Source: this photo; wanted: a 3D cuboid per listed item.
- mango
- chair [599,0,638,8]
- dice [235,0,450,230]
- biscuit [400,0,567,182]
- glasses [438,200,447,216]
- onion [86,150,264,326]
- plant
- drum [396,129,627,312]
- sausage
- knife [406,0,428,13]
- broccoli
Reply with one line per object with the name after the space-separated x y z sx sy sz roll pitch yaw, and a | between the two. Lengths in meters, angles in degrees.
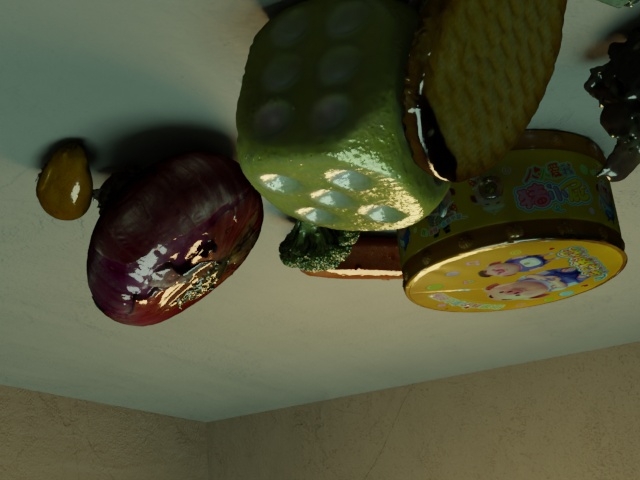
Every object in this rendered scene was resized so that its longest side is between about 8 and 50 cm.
-0.420 -0.091 1.540 0.084 0.105 0.159 -17 161 -24 | mango
0.362 -0.338 1.011 0.270 0.147 0.136 10 154 -32 | chair
0.041 -0.160 1.216 0.226 0.238 0.233 -2 157 29 | dice
0.199 -0.221 1.119 0.040 0.318 0.318 27 179 33 | biscuit
0.118 -0.123 1.490 0.189 0.220 0.088 4 119 -20 | glasses
-0.266 -0.027 1.582 0.347 0.285 0.347 -45 166 -15 | onion
0.495 -0.212 1.326 0.178 0.204 0.234 19 140 -30 | plant
0.347 -0.024 1.762 0.431 0.214 0.431 -4 159 -2 | drum
0.112 0.038 2.037 0.330 0.102 0.102 1 159 -20 | sausage
0.134 -0.276 1.273 0.132 0.038 0.398 2 159 -13 | knife
0.000 0.000 1.870 0.162 0.146 0.138 2 132 23 | broccoli
